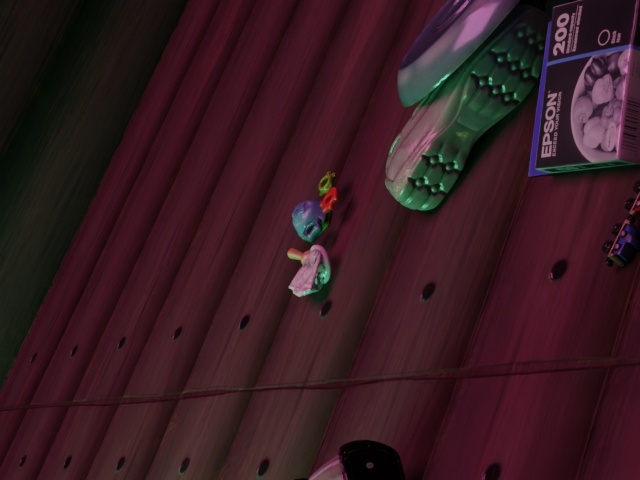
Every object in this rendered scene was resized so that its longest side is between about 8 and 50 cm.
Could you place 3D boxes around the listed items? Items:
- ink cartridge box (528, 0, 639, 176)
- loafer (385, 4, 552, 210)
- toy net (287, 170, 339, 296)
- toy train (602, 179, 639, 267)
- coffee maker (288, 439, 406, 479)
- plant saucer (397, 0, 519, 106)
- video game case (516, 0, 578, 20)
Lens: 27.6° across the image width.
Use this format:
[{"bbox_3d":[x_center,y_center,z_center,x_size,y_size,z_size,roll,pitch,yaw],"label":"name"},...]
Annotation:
[{"bbox_3d":[0.309,-0.184,1.544,0.208,0.045,0.206,-4,76,62],"label":"ink cartridge box"},{"bbox_3d":[0.190,-0.189,1.761,0.319,0.112,0.111,-52,33,15],"label":"loafer"},{"bbox_3d":[0.000,0.000,1.985,0.122,0.045,0.232,-42,31,29],"label":"toy net"},{"bbox_3d":[0.347,-0.040,1.394,0.036,0.027,0.158,18,76,54],"label":"toy train"},{"bbox_3d":[0.010,0.332,1.479,0.178,0.120,0.171,-36,33,41],"label":"coffee maker"},{"bbox_3d":[0.206,-0.316,1.785,0.317,0.043,0.317,-49,8,10],"label":"plant saucer"},{"bbox_3d":[0.322,-0.356,1.818,0.173,0.022,0.190,-27,40,49],"label":"video game case"}]
